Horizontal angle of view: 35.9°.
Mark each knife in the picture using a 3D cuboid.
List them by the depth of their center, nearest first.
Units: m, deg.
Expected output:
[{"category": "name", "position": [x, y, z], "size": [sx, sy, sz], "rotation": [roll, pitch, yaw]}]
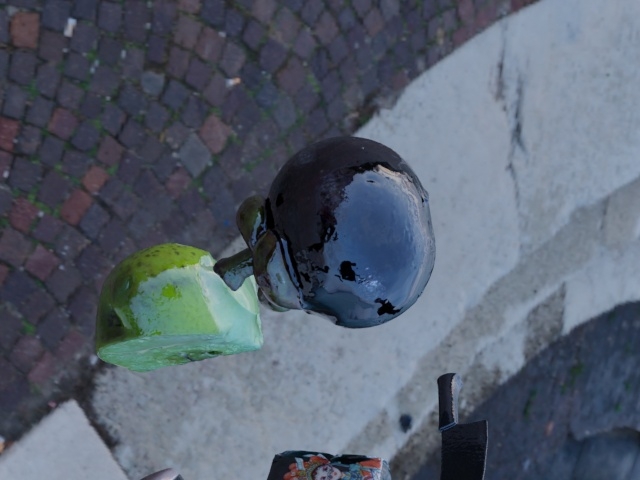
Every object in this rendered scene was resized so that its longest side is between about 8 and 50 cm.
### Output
[{"category": "knife", "position": [0.154, 0.221, 1.069], "size": [0.230, 0.060, 0.028], "rotation": [-79, 146, -58]}]

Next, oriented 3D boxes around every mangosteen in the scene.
[{"category": "mangosteen", "position": [0.000, 0.000, 1.065], "size": [0.211, 0.250, 0.211], "rotation": [-14, 90, -81]}]

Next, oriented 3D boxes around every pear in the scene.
[{"category": "pear", "position": [-0.257, 0.099, 1.610], "size": [0.282, 0.286, 0.176], "rotation": [26, 53, -62]}]

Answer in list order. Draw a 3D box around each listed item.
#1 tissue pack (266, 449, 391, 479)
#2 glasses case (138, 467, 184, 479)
[{"category": "tissue pack", "position": [-0.001, 0.244, 0.761], "size": [0.170, 0.103, 0.090], "rotation": [-73, 158, -61]}, {"category": "glasses case", "position": [-0.278, 0.399, 1.263], "size": [0.314, 0.075, 0.122], "rotation": [-48, 173, 28]}]
